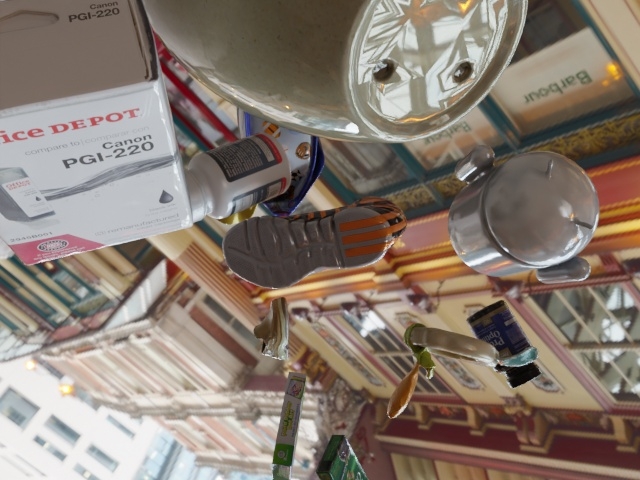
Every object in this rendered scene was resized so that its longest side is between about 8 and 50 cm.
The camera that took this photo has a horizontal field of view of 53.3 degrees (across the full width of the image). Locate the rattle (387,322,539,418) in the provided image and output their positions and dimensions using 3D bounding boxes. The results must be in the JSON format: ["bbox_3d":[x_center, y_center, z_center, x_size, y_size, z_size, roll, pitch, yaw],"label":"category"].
[{"bbox_3d":[0.210,0.199,0.914,0.130,0.200,0.142,-34,-140,52],"label":"rattle"}]

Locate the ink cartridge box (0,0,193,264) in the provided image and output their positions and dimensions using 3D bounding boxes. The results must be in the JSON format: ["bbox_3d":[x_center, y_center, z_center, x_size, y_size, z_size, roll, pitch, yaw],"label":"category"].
[{"bbox_3d":[-0.193,-0.076,0.497,0.159,0.092,0.218,-14,156,-11],"label":"ink cartridge box"}]

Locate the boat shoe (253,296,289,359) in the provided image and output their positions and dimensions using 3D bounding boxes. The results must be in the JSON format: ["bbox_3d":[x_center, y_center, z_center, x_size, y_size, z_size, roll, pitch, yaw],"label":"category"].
[{"bbox_3d":[-0.099,0.183,1.286,0.072,0.190,0.068,1,-134,-2],"label":"boat shoe"}]

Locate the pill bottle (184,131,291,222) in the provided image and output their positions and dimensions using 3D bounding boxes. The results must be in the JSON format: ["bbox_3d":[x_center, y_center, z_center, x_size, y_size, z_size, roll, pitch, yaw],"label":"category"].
[{"bbox_3d":[-0.147,-0.095,1.005,0.180,0.107,0.108,-26,-172,-31],"label":"pill bottle"}]

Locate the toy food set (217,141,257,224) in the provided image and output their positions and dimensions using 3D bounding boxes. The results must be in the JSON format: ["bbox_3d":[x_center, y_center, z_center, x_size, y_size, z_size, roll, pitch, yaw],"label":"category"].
[{"bbox_3d":[-0.211,-0.148,1.662,0.071,0.128,0.217,-90,-156,-65],"label":"toy food set"}]

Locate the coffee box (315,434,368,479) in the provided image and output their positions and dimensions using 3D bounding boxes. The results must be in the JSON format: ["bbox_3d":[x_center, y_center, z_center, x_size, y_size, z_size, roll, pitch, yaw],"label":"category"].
[{"bbox_3d":[0.058,0.553,1.476,0.041,0.184,0.113,-10,-154,30],"label":"coffee box"}]

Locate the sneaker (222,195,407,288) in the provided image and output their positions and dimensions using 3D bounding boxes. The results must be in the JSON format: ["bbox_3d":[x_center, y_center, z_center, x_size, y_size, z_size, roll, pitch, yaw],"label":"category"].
[{"bbox_3d":[0.000,0.000,1.099,0.321,0.124,0.180,-4,-171,26],"label":"sneaker"}]

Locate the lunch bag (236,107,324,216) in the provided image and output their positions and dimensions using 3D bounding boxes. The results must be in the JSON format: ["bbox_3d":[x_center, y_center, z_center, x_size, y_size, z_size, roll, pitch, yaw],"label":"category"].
[{"bbox_3d":[-0.114,-0.301,1.805,0.239,0.385,0.327,-2,-152,-7],"label":"lunch bag"}]

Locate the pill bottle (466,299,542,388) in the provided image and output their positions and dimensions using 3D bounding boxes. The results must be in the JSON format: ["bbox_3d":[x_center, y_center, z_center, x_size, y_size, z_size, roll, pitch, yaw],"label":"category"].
[{"bbox_3d":[0.500,0.281,1.727,0.123,0.219,0.123,-26,165,-8],"label":"pill bottle"}]

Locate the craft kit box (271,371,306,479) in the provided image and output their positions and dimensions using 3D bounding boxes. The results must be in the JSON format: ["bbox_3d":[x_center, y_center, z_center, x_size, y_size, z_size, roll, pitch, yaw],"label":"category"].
[{"bbox_3d":[-0.085,0.519,1.736,0.249,0.061,0.246,97,5,-56],"label":"craft kit box"}]

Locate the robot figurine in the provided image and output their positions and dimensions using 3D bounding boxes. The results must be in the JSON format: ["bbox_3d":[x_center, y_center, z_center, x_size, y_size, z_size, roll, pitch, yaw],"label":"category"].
[{"bbox_3d":[0.362,-0.042,1.161,0.200,0.300,0.353,-43,179,-14],"label":"robot figurine"}]

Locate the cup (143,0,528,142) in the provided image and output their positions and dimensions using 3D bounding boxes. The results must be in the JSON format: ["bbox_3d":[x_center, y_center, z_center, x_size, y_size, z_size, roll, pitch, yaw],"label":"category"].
[{"bbox_3d":[0.034,-0.217,0.550,0.331,0.331,0.237,-42,-131,5],"label":"cup"}]
